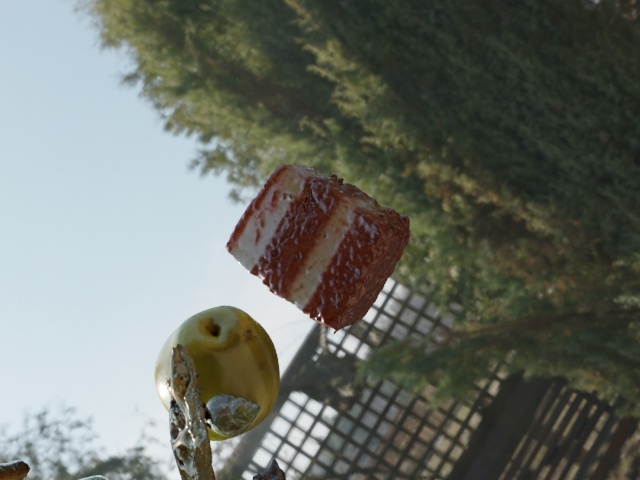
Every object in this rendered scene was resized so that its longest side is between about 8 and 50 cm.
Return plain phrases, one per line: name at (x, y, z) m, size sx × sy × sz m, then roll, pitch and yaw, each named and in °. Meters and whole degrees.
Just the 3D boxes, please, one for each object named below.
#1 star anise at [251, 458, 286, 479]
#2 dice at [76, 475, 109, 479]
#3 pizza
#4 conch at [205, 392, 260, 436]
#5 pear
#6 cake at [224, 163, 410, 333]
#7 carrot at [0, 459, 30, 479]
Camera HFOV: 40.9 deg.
star anise at (-0.147, 0.566, 1.736) m, size 0.236 × 0.109 × 0.223 m, roll -43°, pitch -8°, yaw -30°
dice at (-0.553, 0.654, 1.823) m, size 0.254 × 0.249 × 0.252 m, roll -10°, pitch -16°, yaw -31°
pizza at (-0.247, 0.341, 1.609) m, size 0.189 × 0.071 × 0.297 m, roll -130°, pitch 38°, yaw -62°
conch at (-0.224, 0.421, 2.084) m, size 0.106 × 0.116 × 0.173 m, roll -55°, pitch -1°, yaw -16°
pear at (-0.292, 0.378, 2.440) m, size 0.362 × 0.362 × 0.418 m, roll -50°, pitch -25°, yaw -40°
cake at (0.000, 0.000, 1.874) m, size 0.270 × 0.319 × 0.269 m, roll -60°, pitch -14°, yaw 10°
carrot at (-0.765, 0.566, 2.053) m, size 0.067 × 0.067 × 0.225 m, roll -58°, pitch -7°, yaw -5°
